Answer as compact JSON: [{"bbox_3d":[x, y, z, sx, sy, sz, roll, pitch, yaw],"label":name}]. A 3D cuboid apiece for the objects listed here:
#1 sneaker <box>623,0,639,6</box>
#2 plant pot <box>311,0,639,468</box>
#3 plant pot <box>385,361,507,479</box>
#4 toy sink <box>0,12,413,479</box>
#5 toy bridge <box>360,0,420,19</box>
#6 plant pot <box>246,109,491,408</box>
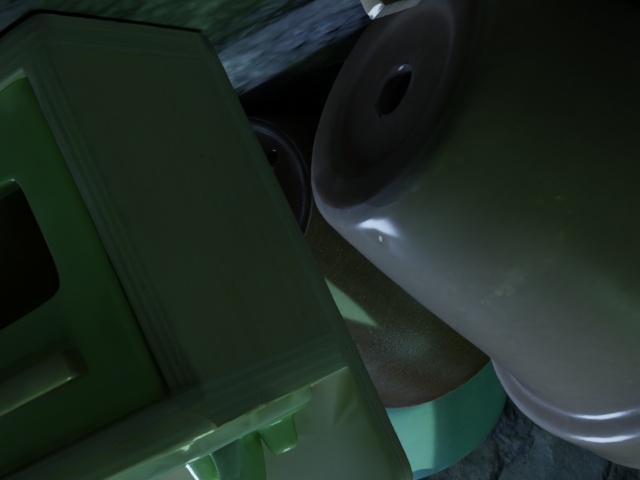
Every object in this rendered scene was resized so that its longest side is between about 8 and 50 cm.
[{"bbox_3d":[0.154,-0.132,0.793,0.097,0.084,0.235,15,145,-42],"label":"sneaker"},{"bbox_3d":[0.127,-0.035,0.583,0.229,0.263,0.263,26,147,-24],"label":"plant pot"},{"bbox_3d":[0.036,0.042,0.967,0.290,0.290,0.195,-22,137,-25],"label":"plant pot"},{"bbox_3d":[-0.091,0.045,0.468,0.153,0.234,0.131,-27,174,26],"label":"toy sink"},{"bbox_3d":[0.077,-0.150,0.453,0.063,0.026,0.188,-23,174,-28],"label":"toy bridge"},{"bbox_3d":[0.000,0.000,0.726,0.215,0.215,0.230,-28,159,21],"label":"plant pot"}]
